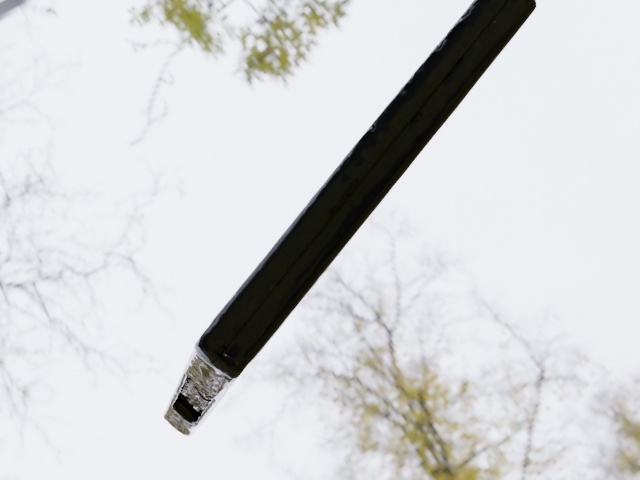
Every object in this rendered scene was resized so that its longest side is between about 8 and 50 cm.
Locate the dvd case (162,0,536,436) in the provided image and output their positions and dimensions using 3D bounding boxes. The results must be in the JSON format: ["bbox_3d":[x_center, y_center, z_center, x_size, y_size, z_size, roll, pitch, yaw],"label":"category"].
[{"bbox_3d":[0.000,0.000,0.628,0.180,0.022,0.253,-51,-1,-15],"label":"dvd case"}]
